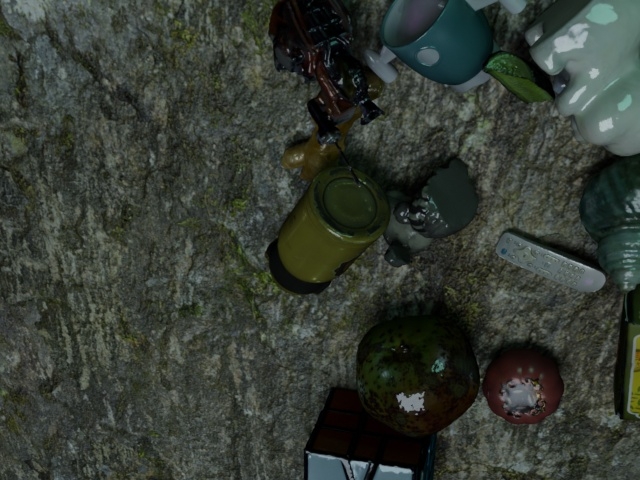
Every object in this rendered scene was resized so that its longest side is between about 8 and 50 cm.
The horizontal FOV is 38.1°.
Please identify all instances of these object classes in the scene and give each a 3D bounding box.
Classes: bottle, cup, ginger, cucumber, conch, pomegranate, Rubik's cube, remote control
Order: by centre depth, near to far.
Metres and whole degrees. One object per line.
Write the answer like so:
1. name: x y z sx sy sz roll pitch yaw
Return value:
1. cup: 0.215 -0.343 1.576 0.300 0.167 0.173 -22 134 39
2. cucumber: 0.351 -0.277 1.585 0.071 0.046 0.220 14 180 34
3. conch: 0.582 -0.039 1.711 0.195 0.277 0.220 16 177 -41
4. ginger: 0.033 -0.221 1.800 0.118 0.065 0.299 27 130 -15
5. remote control: 0.476 0.040 1.902 0.229 0.044 0.073 23 139 8
6. bottle: 0.000 0.000 1.909 0.172 0.171 0.351 28 148 -7
7. pomegranate: 0.226 0.325 2.093 0.285 0.284 0.340 0 147 18
8. Rubik's cube: 0.125 0.563 2.260 0.294 0.283 0.288 6 114 15

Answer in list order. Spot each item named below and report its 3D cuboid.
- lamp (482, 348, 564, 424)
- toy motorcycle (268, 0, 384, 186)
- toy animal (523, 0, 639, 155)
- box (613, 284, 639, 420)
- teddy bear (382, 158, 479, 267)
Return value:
1. lamp: 0.458 0.327 2.097 0.182 0.140 0.181 4 112 11
2. toy motorcycle: 0.013 -0.287 1.630 0.400 0.134 0.207 59 158 10
3. toy animal: 0.511 -0.256 1.516 0.241 0.196 0.367 -26 108 23
4. box: 0.816 0.234 1.857 0.421 0.138 0.373 3 141 16
5. teddy bear: 0.183 -0.040 1.837 0.144 0.171 0.251 43 131 -12
